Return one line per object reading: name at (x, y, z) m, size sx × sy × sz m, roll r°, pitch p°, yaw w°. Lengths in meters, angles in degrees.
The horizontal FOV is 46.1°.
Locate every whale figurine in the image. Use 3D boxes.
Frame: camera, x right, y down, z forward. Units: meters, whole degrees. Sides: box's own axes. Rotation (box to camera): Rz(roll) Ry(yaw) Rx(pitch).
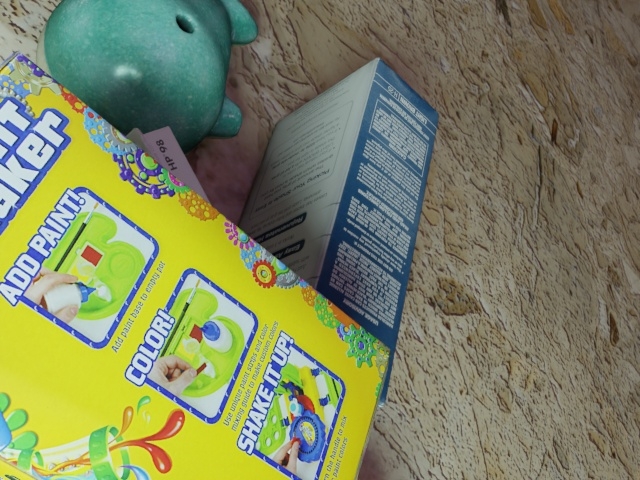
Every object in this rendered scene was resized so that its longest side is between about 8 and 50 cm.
whale figurine at (-0.140, -0.194, 0.726) m, size 0.216 × 0.141 × 0.272 m, roll 49°, pitch 46°, yaw -14°

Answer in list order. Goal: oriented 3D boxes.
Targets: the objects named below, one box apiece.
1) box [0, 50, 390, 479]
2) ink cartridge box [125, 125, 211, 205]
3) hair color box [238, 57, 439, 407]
box at (-0.168, 0.096, 0.464) m, size 0.279 × 0.290 × 0.177 m, roll 40°, pitch 49°, yaw -23°
ink cartridge box at (-0.146, -0.020, 0.614) m, size 0.060 × 0.180 × 0.104 m, roll -30°, pitch 93°, yaw -45°
hair color box at (0.000, 0.000, 0.744) m, size 0.105 × 0.174 × 0.347 m, roll 37°, pitch 51°, yaw -27°
